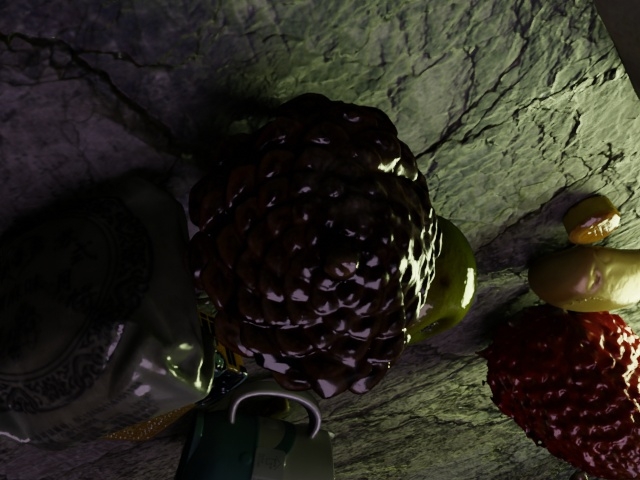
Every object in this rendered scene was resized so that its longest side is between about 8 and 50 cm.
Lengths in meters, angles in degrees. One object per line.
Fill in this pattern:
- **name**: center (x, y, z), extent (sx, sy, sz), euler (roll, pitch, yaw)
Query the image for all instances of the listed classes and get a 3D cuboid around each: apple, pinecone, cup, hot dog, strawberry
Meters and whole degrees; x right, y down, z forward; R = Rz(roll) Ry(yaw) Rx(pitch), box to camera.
- **apple**: center (0.114, 0.054, 1.165), extent (0.196, 0.157, 0.196), euler (-20, 157, -9)
- **pinecone**: center (-0.005, 0.000, 0.905), extent (0.242, 0.298, 0.296), euler (-5, -175, 16)
- **cup**: center (-0.102, 0.378, 1.469), extent (0.257, 0.219, 0.290), euler (15, 102, -11)
- **hot dog**: center (-0.090, 0.311, 1.555), extent (0.034, 0.030, 0.090), euler (9, 137, -36)
- **strawberry**: center (0.441, 0.270, 1.507), extent (0.292, 0.343, 0.292), euler (-13, 150, -8)

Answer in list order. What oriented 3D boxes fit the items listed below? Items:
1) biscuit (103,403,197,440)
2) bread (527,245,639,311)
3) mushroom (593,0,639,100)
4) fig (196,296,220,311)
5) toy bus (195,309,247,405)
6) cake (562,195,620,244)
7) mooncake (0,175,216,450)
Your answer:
- **biscuit**: center (-0.259, 0.249, 1.367), extent (0.254, 0.029, 0.172), euler (-39, 143, 27)
- **bread**: center (0.445, 0.066, 1.407), extent (0.217, 0.098, 0.147), euler (3, 167, -30)
- **mushroom**: center (0.399, -0.208, 0.938), extent (0.407, 0.154, 0.137), euler (30, 82, -54)
- **fig**: center (-0.111, 0.078, 1.160), extent (0.098, 0.082, 0.084), euler (-3, -172, 45)
- **toy bus**: center (-0.200, 0.139, 1.151), extent (0.098, 0.114, 0.201), euler (-35, 140, 21)
- **cake**: center (0.410, -0.029, 1.314), extent (0.084, 0.044, 0.084), euler (-13, 147, -9)
- **mooncake**: center (-0.244, 0.080, 0.906), extent (0.254, 0.250, 0.136), euler (-29, 141, 17)
